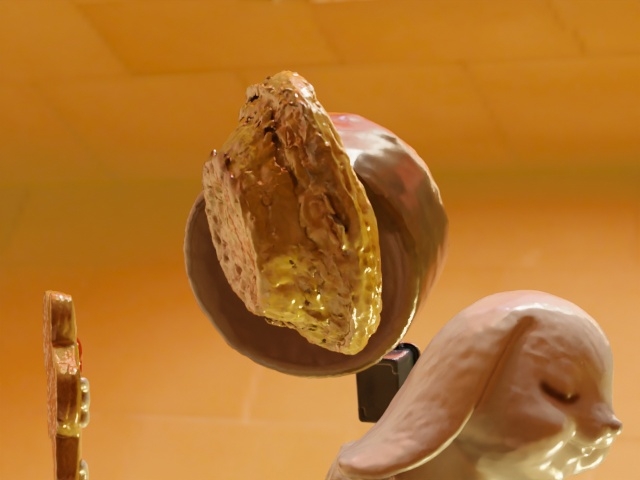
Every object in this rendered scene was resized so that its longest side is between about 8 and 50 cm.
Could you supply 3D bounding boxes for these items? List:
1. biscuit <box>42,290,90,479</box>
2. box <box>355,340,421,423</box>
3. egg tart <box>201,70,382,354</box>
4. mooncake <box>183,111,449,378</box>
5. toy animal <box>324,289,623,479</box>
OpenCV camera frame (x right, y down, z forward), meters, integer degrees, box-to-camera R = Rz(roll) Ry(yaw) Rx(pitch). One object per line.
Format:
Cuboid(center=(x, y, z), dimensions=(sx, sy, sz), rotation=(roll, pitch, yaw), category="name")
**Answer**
Cuboid(center=(-0.237, 0.128, 1.854), dimensions=(0.240, 0.035, 0.158), rotation=(-107, 22, -57), category="biscuit")
Cuboid(center=(0.076, 0.170, 2.328), dimensions=(0.054, 0.074, 0.099), rotation=(-22, -70, -61), category="box")
Cuboid(center=(-0.036, -0.019, 1.942), dimensions=(0.294, 0.123, 0.294), rotation=(162, 90, -77), category="egg tart")
Cuboid(center=(0.000, 0.000, 2.210), dimensions=(0.155, 0.284, 0.284), rotation=(-48, -49, -58), category="mooncake")
Cuboid(center=(0.139, 0.162, 1.699), dimensions=(0.272, 0.206, 0.265), rotation=(17, -75, -57), category="toy animal")
